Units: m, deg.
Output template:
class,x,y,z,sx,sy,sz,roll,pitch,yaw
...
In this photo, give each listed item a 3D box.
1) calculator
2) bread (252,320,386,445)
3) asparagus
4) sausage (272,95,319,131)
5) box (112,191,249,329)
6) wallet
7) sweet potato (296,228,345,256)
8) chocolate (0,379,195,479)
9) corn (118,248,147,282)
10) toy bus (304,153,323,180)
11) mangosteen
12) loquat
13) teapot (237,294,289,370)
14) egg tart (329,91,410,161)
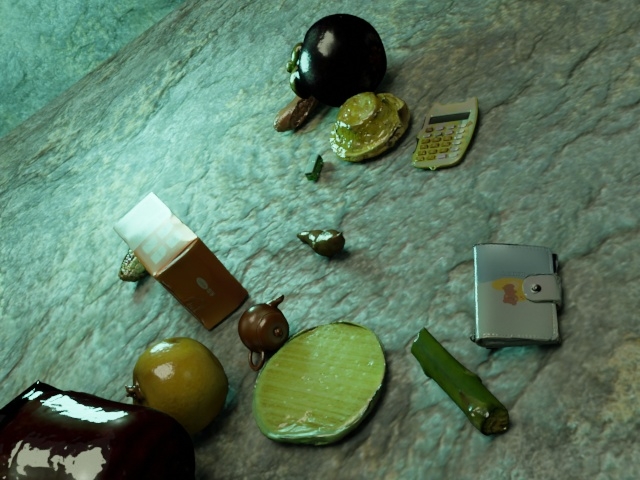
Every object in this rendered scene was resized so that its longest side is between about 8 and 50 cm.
class,x,y,z,sx,sy,sz,roll,pitch,yaw
calculator,0.311,-0.259,1.915,0.157,0.033,0.237,-1,51,35
bread,-0.002,0.283,1.551,0.301,0.045,0.301,-18,40,16
asparagus,0.239,0.248,1.397,0.067,0.060,0.277,-47,37,0
sausage,-0.032,-0.443,2.328,0.087,0.079,0.327,17,61,33
box,-0.350,0.047,1.915,0.143,0.225,0.341,-44,38,-9
wallet,0.368,0.104,1.450,0.170,0.069,0.231,0,50,12
sweet potato,0.003,0.006,1.839,0.068,0.068,0.226,-49,22,-18
chocolate,-0.395,0.444,1.438,0.331,0.384,0.384,-9,43,15
corn,-0.487,0.017,2.166,0.086,0.086,0.253,-5,49,33
toy bus,-0.018,-0.198,2.085,0.031,0.037,0.083,-9,44,28
mangosteen,0.030,-0.509,2.200,0.302,0.275,0.275,2,50,35
loquat,-0.299,0.304,1.613,0.208,0.208,0.208,-20,40,18
teapot,-0.116,0.198,1.670,0.116,0.116,0.173,10,80,42
egg tart,0.122,-0.316,2.060,0.241,0.106,0.241,-19,44,19
